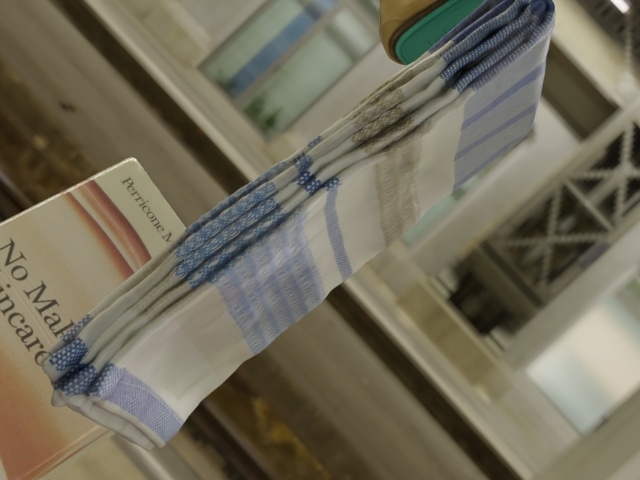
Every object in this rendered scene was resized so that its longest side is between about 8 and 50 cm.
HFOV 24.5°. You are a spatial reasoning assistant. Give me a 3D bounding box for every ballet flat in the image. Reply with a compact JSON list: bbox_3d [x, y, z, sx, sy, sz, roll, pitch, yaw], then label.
[{"bbox_3d":[0.141,-0.213,1.098,0.080,0.232,0.073,45,24,-48],"label":"ballet flat"}]

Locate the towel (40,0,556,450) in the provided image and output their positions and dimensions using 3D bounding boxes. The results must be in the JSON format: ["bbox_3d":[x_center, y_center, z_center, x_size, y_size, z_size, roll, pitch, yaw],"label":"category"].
[{"bbox_3d":[0.000,0.000,0.723,0.034,0.285,0.209,50,-7,14],"label":"towel"}]

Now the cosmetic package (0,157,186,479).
[{"bbox_3d":[-0.208,0.084,0.941,0.296,0.129,0.153,-35,86,-42],"label":"cosmetic package"}]
